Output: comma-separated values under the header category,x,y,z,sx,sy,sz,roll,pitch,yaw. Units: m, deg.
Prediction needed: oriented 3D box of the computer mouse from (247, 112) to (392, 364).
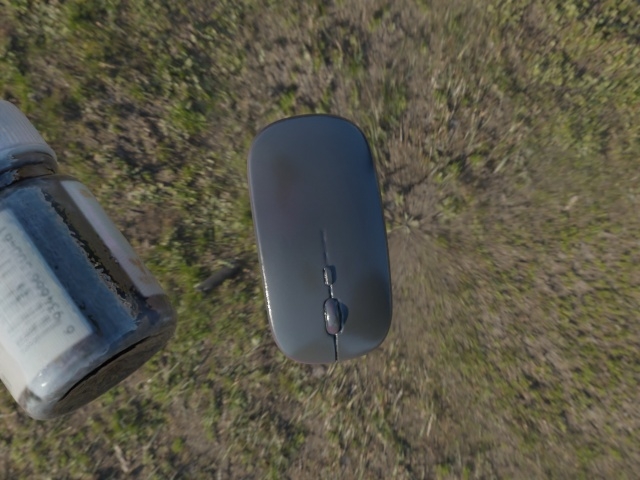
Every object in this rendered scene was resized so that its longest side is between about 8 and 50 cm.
category,x,y,z,sx,sy,sz,roll,pitch,yaw
computer mouse,0.000,0.000,0.853,0.120,0.057,0.232,-7,94,-5

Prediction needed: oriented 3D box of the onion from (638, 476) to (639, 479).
category,x,y,z,sx,sy,sz,roll,pitch,yaw
onion,0.260,0.316,0.620,0.421,0.398,0.398,4,91,-3

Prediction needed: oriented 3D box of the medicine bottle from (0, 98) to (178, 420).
category,x,y,z,sx,sy,sz,roll,pitch,yaw
medicine bottle,-0.271,0.016,0.869,0.165,0.165,0.273,-38,79,5
